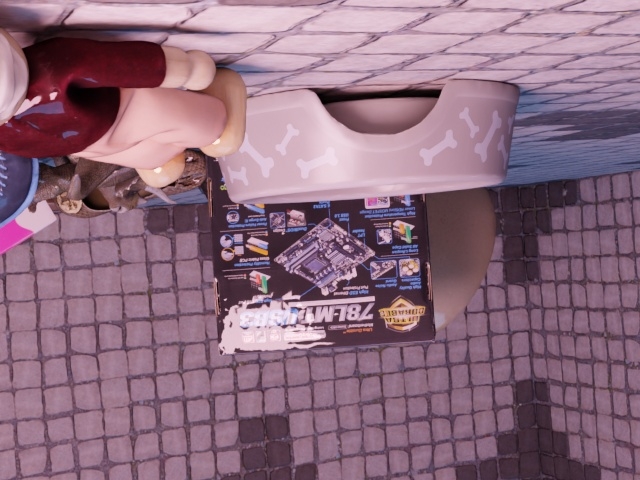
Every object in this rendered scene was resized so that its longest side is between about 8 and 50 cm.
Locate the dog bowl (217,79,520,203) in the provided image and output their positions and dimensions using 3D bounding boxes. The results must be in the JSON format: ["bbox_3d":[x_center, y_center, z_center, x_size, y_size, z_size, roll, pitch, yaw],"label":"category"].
[{"bbox_3d":[0.048,-0.102,1.268,0.348,0.102,0.349,-4,179,0],"label":"dog bowl"}]

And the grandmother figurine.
[{"bbox_3d":[-0.179,-0.094,0.793,0.208,0.104,0.342,-33,169,15],"label":"grandmother figurine"}]

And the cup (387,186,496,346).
[{"bbox_3d":[0.083,-0.019,1.863,0.237,0.331,0.331,28,159,-38],"label":"cup"}]

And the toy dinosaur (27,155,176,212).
[{"bbox_3d":[-0.230,-0.091,1.154,0.160,0.121,0.313,-16,178,-12],"label":"toy dinosaur"}]

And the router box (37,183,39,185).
[{"bbox_3d":[-0.544,-0.082,1.830,0.179,0.046,0.133,-4,180,23],"label":"router box"}]

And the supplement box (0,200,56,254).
[{"bbox_3d":[-0.466,-0.040,1.553,0.111,0.114,0.220,-36,-162,-31],"label":"supplement box"}]

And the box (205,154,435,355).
[{"bbox_3d":[0.000,0.000,1.542,0.295,0.293,0.073,-5,180,5],"label":"box"}]

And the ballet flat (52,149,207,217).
[{"bbox_3d":[-0.281,-0.082,1.661,0.250,0.084,0.058,-9,-166,14],"label":"ballet flat"}]

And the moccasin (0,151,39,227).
[{"bbox_3d":[-0.423,-0.051,1.083,0.342,0.138,0.117,-5,175,28],"label":"moccasin"}]

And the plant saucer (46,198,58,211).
[{"bbox_3d":[-0.563,-0.078,2.131,0.310,0.050,0.310,-5,180,0],"label":"plant saucer"}]

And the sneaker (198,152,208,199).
[{"bbox_3d":[-0.054,-0.090,1.698,0.283,0.107,0.124,17,-131,26],"label":"sneaker"}]
